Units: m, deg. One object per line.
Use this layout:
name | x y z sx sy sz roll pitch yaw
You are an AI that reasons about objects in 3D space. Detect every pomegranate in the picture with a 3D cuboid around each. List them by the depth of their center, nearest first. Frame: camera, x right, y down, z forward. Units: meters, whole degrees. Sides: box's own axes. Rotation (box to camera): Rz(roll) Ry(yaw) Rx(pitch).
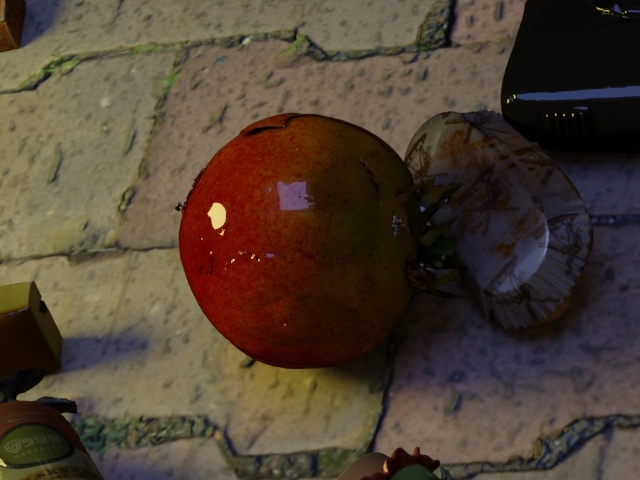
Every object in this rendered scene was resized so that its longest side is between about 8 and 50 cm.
pomegranate | 0.000 0.000 1.590 0.235 0.210 0.210 -2 46 10

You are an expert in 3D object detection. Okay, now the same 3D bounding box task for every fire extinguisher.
fire extinguisher | -0.235 0.223 1.491 0.200 0.113 0.376 4 30 -34

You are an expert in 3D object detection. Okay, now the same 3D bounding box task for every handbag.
handbag | 0.308 -0.173 1.723 0.275 0.088 0.244 -3 44 23

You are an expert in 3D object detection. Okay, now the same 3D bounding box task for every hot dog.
hot dog | 0.147 -0.028 1.638 0.131 0.069 0.252 -49 40 14

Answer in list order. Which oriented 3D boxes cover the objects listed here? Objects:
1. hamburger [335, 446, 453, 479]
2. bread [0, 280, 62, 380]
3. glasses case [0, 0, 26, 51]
hamburger | 0.069 0.237 1.358 0.137 0.175 0.175 20 57 27
bread | -0.344 0.093 1.712 0.226 0.088 0.049 -9 46 10
glasses case | -0.428 -0.226 2.083 0.218 0.049 0.075 -10 44 12
